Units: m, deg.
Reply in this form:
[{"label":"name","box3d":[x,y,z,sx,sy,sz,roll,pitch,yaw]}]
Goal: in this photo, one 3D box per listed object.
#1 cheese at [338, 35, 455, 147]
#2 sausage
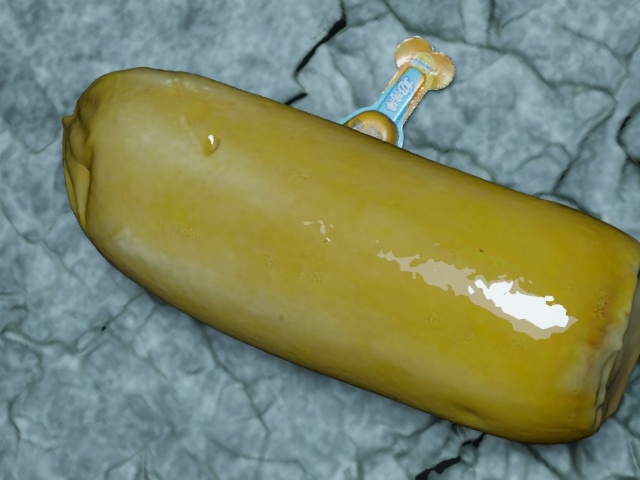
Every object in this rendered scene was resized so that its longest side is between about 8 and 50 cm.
[{"label":"cheese","box3d":[0.034,-0.065,1.001,0.047,0.017,0.111,35,87,14]},{"label":"sausage","box3d":[-0.002,0.002,0.946,0.354,0.116,0.134,19,118,19]}]
